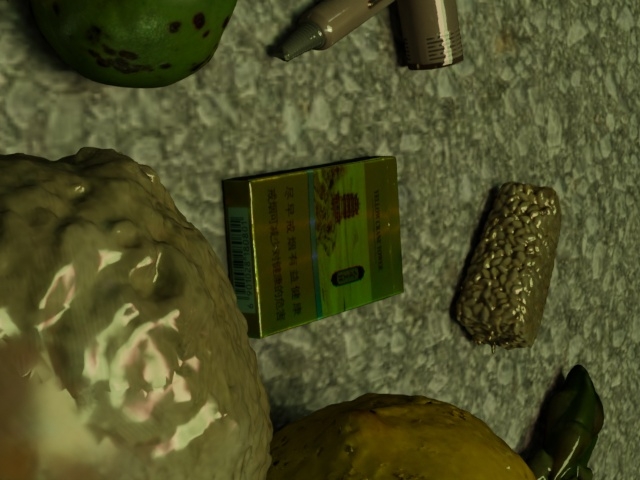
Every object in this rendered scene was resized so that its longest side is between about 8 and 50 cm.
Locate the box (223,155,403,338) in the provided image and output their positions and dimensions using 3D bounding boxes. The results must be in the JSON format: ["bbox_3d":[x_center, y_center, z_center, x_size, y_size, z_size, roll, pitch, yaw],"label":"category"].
[{"bbox_3d":[0.000,0.000,1.011,0.193,0.030,0.121,-13,103,-52],"label":"box"}]

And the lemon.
[{"bbox_3d":[0.059,0.255,0.919,0.258,0.258,0.310,-53,134,-36],"label":"lemon"}]

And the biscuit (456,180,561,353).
[{"bbox_3d":[0.190,0.024,1.229,0.082,0.070,0.168,56,48,-49],"label":"biscuit"}]

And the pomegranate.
[{"bbox_3d":[-0.115,-0.162,0.777,0.169,0.122,0.143,-16,134,-54],"label":"pomegranate"}]

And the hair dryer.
[{"bbox_3d":[0.028,-0.220,1.028,0.220,0.053,0.195,-24,111,-42],"label":"hair dryer"}]

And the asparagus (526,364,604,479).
[{"bbox_3d":[0.241,0.255,1.301,0.287,0.080,0.080,-55,132,-34],"label":"asparagus"}]

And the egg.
[{"bbox_3d":[-0.155,0.082,0.638,0.310,0.279,0.279,64,40,-69],"label":"egg"}]
